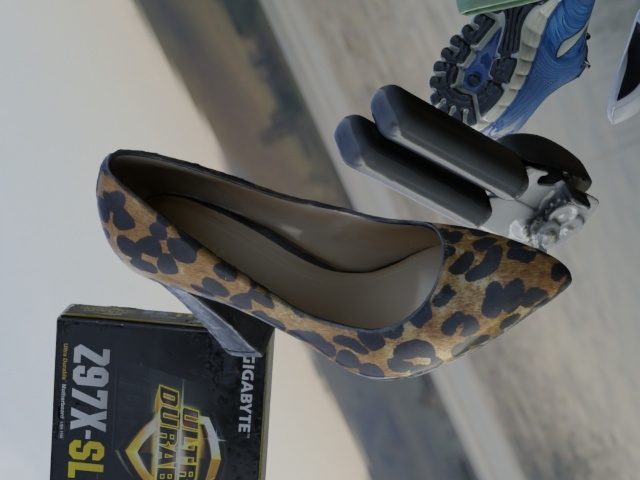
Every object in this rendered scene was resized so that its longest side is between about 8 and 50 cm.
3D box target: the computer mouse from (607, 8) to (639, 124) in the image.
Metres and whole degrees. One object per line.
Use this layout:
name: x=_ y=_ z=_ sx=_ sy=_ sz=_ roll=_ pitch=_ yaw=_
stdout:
computer mouse: x=0.334 y=-0.202 z=1.896 sx=0.106 sy=0.042 sz=0.193 roll=45 pitch=-117 yaw=-73

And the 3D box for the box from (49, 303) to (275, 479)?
box: x=-0.192 y=0.245 z=2.276 sx=0.079 sy=0.257 sz=0.322 roll=-64 pitch=-21 yaw=-78

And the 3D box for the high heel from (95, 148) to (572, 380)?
high heel: x=0.000 y=0.000 z=1.110 sx=0.186 sy=0.261 sz=0.093 roll=50 pitch=-137 yaw=-42

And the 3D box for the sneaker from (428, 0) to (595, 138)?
sneaker: x=0.248 y=-0.260 z=2.135 sx=0.130 sy=0.330 sz=0.147 roll=35 pitch=-175 yaw=32

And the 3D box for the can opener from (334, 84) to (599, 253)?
can opener: x=0.115 y=-0.055 z=1.458 sx=0.280 sy=0.074 sz=0.093 roll=20 pitch=-143 yaw=-47

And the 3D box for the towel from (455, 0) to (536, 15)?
towel: x=0.214 y=-0.381 z=1.739 sx=0.038 sy=0.248 sz=0.325 roll=74 pitch=-175 yaw=-77
